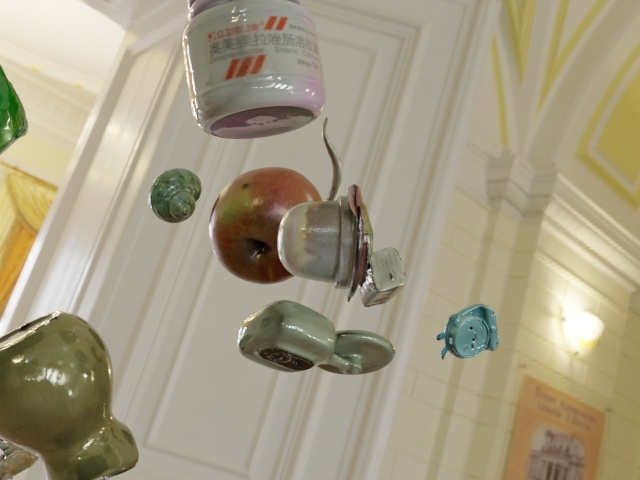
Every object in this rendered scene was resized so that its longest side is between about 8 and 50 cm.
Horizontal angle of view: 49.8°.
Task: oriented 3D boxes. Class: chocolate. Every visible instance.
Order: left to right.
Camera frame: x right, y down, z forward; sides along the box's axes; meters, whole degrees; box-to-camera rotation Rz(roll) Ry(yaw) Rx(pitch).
[{"bbox_3d":[-0.002,-0.002,1.215,0.147,0.221,0.221,4,-13,-12],"label":"chocolate"}]

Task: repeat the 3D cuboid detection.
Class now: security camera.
[{"bbox_3d":[0.002,0.195,1.204,0.301,0.080,0.157,26,-44,-33],"label":"security camera"}]

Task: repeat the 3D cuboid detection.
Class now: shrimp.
[{"bbox_3d":[-0.699,0.468,1.508,0.126,0.047,0.223,38,6,2],"label":"shrimp"}]

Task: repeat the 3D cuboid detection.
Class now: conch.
[{"bbox_3d":[-0.452,-0.142,2.168,0.175,0.188,0.122,-6,-22,-25],"label":"conch"}]

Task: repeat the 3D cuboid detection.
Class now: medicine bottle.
[{"bbox_3d":[-0.132,-0.376,1.301,0.256,0.325,0.256,-8,-6,-1],"label":"medicine bottle"}]

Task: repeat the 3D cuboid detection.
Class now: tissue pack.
[{"bbox_3d":[0.145,0.092,1.677,0.090,0.103,0.170,-8,-18,-12],"label":"tissue pack"}]

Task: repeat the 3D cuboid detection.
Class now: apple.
[{"bbox_3d":[-0.151,-0.046,2.020,0.348,0.277,0.349,3,-53,4],"label":"apple"}]

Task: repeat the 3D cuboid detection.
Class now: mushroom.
[{"bbox_3d":[0.015,-0.146,1.644,0.068,0.043,0.306,6,-55,-9],"label":"mushroom"}]

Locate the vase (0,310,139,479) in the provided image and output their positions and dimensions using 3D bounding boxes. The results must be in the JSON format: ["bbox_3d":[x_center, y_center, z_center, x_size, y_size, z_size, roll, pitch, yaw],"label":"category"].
[{"bbox_3d":[-0.491,0.293,1.294,0.302,0.240,0.329,65,-18,-13],"label":"vase"}]

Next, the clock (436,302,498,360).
[{"bbox_3d":[0.308,0.204,1.471,0.147,0.108,0.045,-18,18,-18],"label":"clock"}]

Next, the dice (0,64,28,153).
[{"bbox_3d":[-0.667,-0.206,1.080,0.300,0.287,0.297,-2,-53,55],"label":"dice"}]

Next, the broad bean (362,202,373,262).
[{"bbox_3d":[0.062,-0.020,1.561,0.072,0.207,0.153,24,-49,-32],"label":"broad bean"}]
